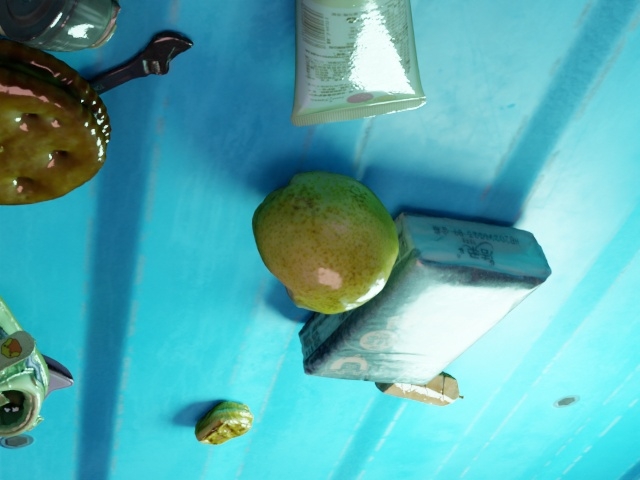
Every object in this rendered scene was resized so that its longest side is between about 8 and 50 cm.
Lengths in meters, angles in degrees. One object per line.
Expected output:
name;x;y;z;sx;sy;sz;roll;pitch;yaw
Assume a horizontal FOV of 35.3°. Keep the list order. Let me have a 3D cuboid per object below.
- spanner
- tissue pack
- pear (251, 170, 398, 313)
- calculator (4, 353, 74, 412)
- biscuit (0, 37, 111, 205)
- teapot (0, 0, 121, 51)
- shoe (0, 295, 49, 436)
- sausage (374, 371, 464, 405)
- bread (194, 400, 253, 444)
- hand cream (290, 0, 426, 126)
spanner;-0.221;-0.159;1.014;0.208;0.012;0.046;-21;144;14
tissue pack;0.138;0.095;1.415;0.228;0.103;0.316;7;142;-29
pear;0.000;0.000;1.187;0.178;0.178;0.178;-9;146;-6
calculator;-0.508;0.186;1.398;0.294;0.043;0.194;20;135;-34
biscuit;-0.317;-0.108;0.992;0.220;0.066;0.220;-2;146;-1
teapot;-0.234;-0.211;0.893;0.090;0.124;0.092;18;96;-55
shoe;-0.427;0.143;1.271;0.140;0.128;0.262;-34;133;-8
sausage;0.167;0.234;1.662;0.169;0.065;0.065;20;134;-37
bread;-0.159;0.305;1.674;0.083;0.044;0.110;11;141;-36
hand cream;0.032;-0.210;0.954;0.147;0.093;0.306;-10;148;-2
